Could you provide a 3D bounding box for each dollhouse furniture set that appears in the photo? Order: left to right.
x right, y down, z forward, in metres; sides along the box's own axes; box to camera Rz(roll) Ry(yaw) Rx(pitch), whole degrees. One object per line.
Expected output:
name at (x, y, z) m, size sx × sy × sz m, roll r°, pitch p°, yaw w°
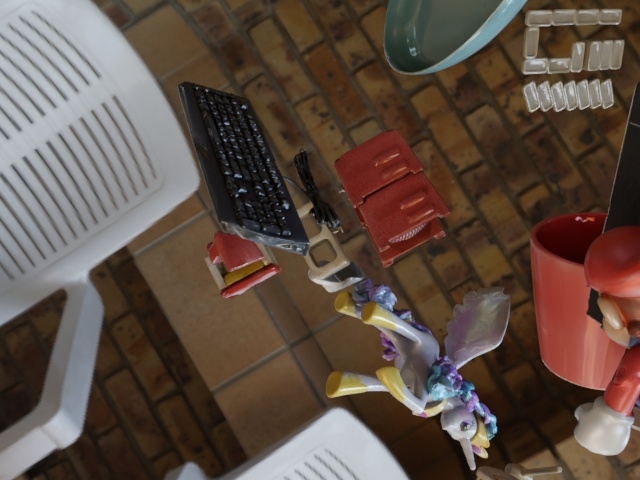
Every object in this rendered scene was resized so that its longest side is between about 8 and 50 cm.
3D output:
dollhouse furniture set at (0.000, 0.000, 1.172) m, size 0.152 × 0.374 × 0.201 m, roll 62°, pitch 4°, yaw 11°

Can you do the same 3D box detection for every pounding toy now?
pounding toy at (0.400, 0.513, 1.550) m, size 0.154 × 0.154 × 0.269 m, roll 22°, pitch 9°, yaw -5°

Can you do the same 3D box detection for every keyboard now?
keyboard at (-0.072, -0.097, 0.989) m, size 0.202 × 0.033 × 0.317 m, roll 16°, pitch 34°, yaw -35°

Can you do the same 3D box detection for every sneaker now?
sneaker at (0.022, 0.075, 1.439) m, size 0.152 × 0.061 × 0.053 m, roll 5°, pitch 49°, yaw -55°

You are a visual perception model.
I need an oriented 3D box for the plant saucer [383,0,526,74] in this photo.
plant saucer at (0.178, -0.326, 0.850) m, size 0.044 × 0.317 × 0.317 m, roll 21°, pitch 20°, yaw -23°

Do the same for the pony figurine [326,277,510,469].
pony figurine at (0.191, 0.222, 1.445) m, size 0.364 × 0.303 × 0.350 m, roll 33°, pitch 42°, yaw -26°

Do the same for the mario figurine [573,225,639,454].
mario figurine at (0.377, 0.139, 0.839) m, size 0.198 × 0.170 × 0.320 m, roll 2°, pitch 67°, yaw -45°

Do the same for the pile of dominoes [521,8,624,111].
pile of dominoes at (0.484, -0.353, 1.483) m, size 0.040 × 0.251 × 0.195 m, roll -143°, pitch -130°, yaw -58°

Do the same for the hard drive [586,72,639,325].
hard drive at (0.477, -0.057, 0.978) m, size 0.064 × 0.237 × 0.338 m, roll 41°, pitch -44°, yaw 54°

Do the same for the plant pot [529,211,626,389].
plant pot at (0.497, 0.109, 1.323) m, size 0.275 × 0.275 × 0.243 m, roll -113°, pitch -159°, yaw -66°

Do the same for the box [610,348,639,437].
box at (0.547, 0.214, 1.096) m, size 0.169 × 0.167 × 0.203 m, roll 17°, pitch -18°, yaw 43°
